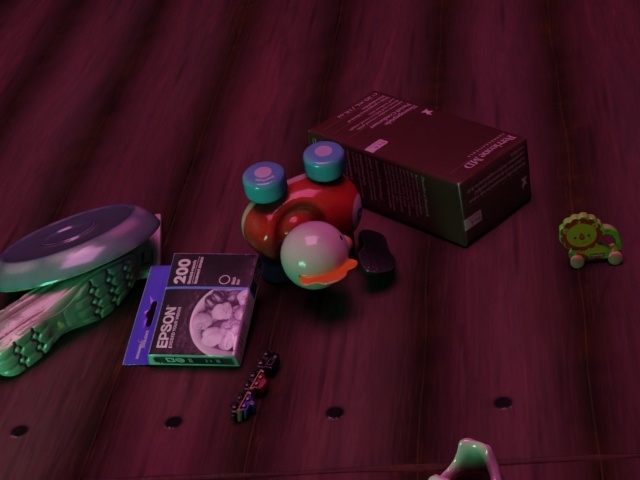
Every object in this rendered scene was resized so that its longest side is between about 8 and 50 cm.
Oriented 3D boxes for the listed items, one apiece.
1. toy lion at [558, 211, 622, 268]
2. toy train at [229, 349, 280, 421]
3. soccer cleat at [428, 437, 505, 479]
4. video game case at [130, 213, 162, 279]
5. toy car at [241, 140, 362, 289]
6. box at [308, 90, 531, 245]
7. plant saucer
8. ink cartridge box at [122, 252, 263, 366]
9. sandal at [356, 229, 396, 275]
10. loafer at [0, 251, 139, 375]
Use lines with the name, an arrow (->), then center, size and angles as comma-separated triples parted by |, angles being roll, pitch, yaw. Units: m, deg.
toy lion -> 0.441, -0.004, 2.131 | 0.100, 0.096, 0.034 | -5, 33, 8
toy train -> -0.099, 0.224, 2.009 | 0.036, 0.027, 0.158 | 13, 38, 15
soccer cleat -> 0.125, 0.375, 1.598 | 0.116, 0.143, 0.331 | 11, 39, 31
video game case -> -0.379, 0.022, 2.410 | 0.173, 0.022, 0.190 | -10, 33, 0
toy car -> 0.000, 0.000, 2.161 | 0.210, 0.219, 0.238 | -20, 42, -15
box -> 0.176, -0.139, 2.385 | 0.381, 0.143, 0.191 | 24, 46, 40
plant saucer -> -0.439, 0.004, 2.300 | 0.317, 0.044, 0.317 | -18, 17, 6
ink cartridge box -> -0.213, 0.112, 2.147 | 0.208, 0.045, 0.206 | -1, 52, 16
sandal -> 0.091, 0.031, 2.238 | 0.067, 0.040, 0.179 | 16, 19, -6
loafer -> -0.450, 0.105, 2.219 | 0.111, 0.112, 0.319 | 30, 51, 35
